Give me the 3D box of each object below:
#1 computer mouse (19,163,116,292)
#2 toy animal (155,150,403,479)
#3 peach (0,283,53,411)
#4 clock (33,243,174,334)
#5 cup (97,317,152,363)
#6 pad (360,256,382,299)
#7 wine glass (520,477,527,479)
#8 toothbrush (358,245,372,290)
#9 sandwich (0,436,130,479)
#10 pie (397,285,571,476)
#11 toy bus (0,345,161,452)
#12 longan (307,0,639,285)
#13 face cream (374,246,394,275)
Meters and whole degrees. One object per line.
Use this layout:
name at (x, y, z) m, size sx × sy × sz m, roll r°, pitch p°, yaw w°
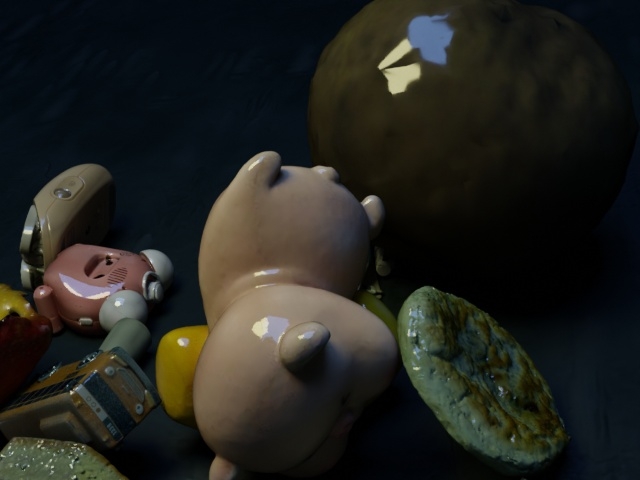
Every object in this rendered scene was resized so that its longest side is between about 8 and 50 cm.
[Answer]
computer mouse at (-0.386, -0.024, 1.533) m, size 0.081 × 0.145 × 0.236 m, roll 16°, pitch 38°, yaw 9°
toy animal at (-0.008, 0.108, 1.072) m, size 0.277 × 0.345 × 0.247 m, roll 17°, pitch 13°, yaw -18°
peach at (-0.491, 0.155, 1.217) m, size 0.361 × 0.201 × 0.257 m, roll 5°, pitch 6°, yaw 11°
clock at (-0.298, 0.064, 1.422) m, size 0.162 × 0.093 × 0.166 m, roll 4°, pitch 32°, yaw 14°
cup at (-0.269, 0.145, 1.312) m, size 0.074 × 0.055 × 0.083 m, roll 5°, pitch 35°, yaw 19°
pad at (0.000, 0.000, 1.480) m, size 0.159 × 0.009 × 0.265 m, roll 8°, pitch 29°, yaw -9°
wine glass at (0.082, 0.293, 0.966) m, size 0.262 × 0.074 × 0.074 m, roll -13°, pitch 31°, yaw -4°
toothbrush at (0.056, 0.019, 1.435) m, size 0.040 × 0.040 × 0.386 m, roll -3°, pitch 22°, yaw 9°
sandwich at (-0.290, 0.275, 1.068) m, size 0.257 × 0.096 × 0.094 m, roll 1°, pitch 37°, yaw 20°
pie at (0.172, 0.147, 1.065) m, size 0.054 × 0.240 × 0.241 m, roll -43°, pitch 20°, yaw 25°
toy bus at (-0.276, 0.190, 1.138) m, size 0.182 × 0.091 × 0.103 m, roll -21°, pitch 19°, yaw 42°
longan at (0.183, -0.132, 1.330) m, size 0.435 × 0.404 × 0.404 m, roll 1°, pitch 23°, yaw -31°
face cream at (0.095, 0.009, 1.466) m, size 0.034 × 0.034 × 0.130 m, roll -3°, pitch 31°, yaw 9°
